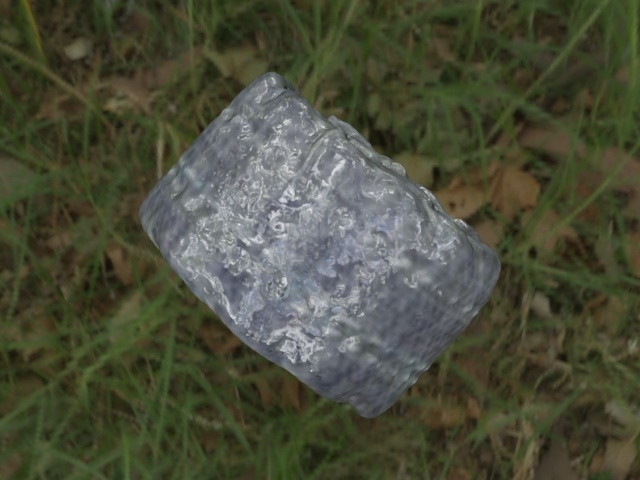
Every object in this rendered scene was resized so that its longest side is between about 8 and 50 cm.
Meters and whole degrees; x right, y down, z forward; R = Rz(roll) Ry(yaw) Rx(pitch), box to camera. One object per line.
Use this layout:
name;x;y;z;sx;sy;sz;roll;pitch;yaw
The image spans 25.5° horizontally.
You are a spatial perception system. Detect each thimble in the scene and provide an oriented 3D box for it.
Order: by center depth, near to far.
thimble;0.002;0.002;0.641;0.150;0.150;0.098;42;96;20
